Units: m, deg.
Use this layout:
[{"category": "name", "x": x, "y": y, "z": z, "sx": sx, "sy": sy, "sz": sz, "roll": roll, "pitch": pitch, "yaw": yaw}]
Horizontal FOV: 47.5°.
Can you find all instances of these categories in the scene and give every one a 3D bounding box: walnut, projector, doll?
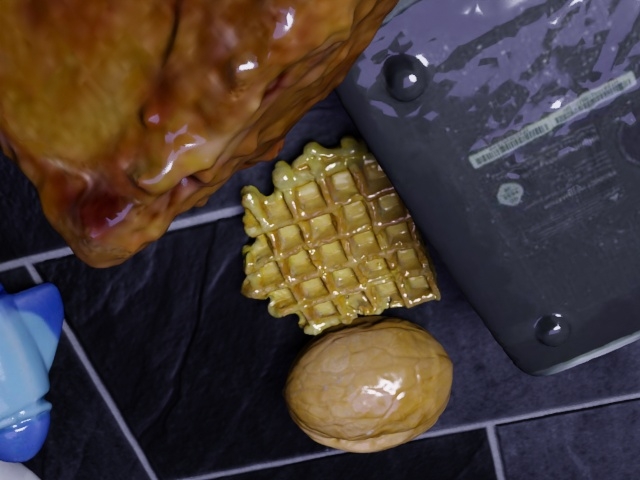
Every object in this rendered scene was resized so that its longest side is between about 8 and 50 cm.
[{"category": "walnut", "x": 0.056, "y": 0.169, "z": 0.866, "sx": 0.206, "sy": 0.159, "sz": 0.159, "roll": -11, "pitch": 121, "yaw": 4}, {"category": "projector", "x": 0.247, "y": -0.138, "z": 0.622, "sx": 0.395, "sy": 0.242, "sz": 0.405, "roll": -28, "pitch": 117, "yaw": 18}, {"category": "doll", "x": -0.436, "y": 0.159, "z": 0.841, "sx": 0.376, "sy": 0.187, "sz": 0.366, "roll": 25, "pitch": 118, "yaw": -15}]

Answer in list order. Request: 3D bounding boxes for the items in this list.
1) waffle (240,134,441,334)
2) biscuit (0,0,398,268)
[{"category": "waffle", "x": 0.000, "y": 0.000, "z": 0.817, "sx": 0.219, "sy": 0.057, "sz": 0.229, "roll": -19, "pitch": 119, "yaw": 12}, {"category": "biscuit", "x": -0.097, "y": -0.228, "z": 0.456, "sx": 0.395, "sy": 0.166, "sz": 0.343, "roll": -41, "pitch": 85, "yaw": 28}]
